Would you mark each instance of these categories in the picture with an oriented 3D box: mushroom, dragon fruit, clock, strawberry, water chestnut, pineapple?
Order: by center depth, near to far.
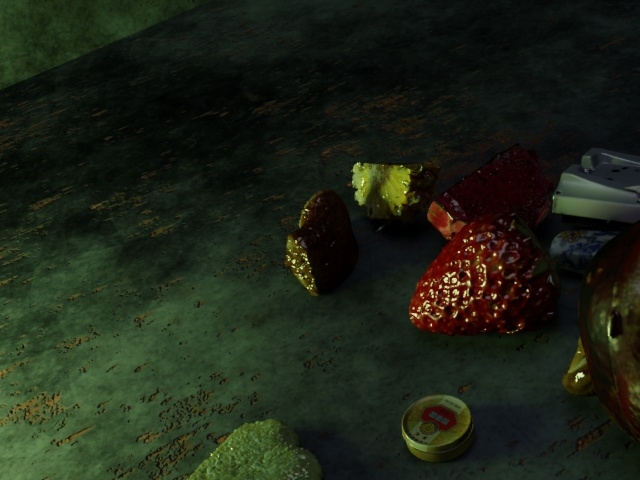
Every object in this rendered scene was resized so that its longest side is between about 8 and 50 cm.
[{"bbox_3d":[0.503,0.119,1.256,0.302,0.350,0.350,-4,32,48],"label":"water chestnut"},{"bbox_3d":[0.400,0.171,1.436,0.087,0.127,0.127,43,54,1],"label":"mushroom"},{"bbox_3d":[0.257,0.075,1.597,0.244,0.205,0.205,-31,31,18],"label":"strawberry"},{"bbox_3d":[0.535,-0.094,1.727,0.186,0.083,0.253,9,26,32],"label":"clock"},{"bbox_3d":[0.308,-0.062,1.778,0.262,0.163,0.189,-36,10,-31],"label":"dragon fruit"},{"bbox_3d":[0.143,-0.084,1.884,0.080,0.135,0.233,-1,3,-29],"label":"pineapple"}]

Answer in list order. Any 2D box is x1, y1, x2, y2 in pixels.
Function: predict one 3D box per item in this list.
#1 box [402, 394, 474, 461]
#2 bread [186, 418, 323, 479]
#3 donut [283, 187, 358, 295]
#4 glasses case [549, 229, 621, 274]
[{"bbox_3d":[0.172,0.275,1.443,0.106,0.037,0.105,-11,35,8],"label":"box"},{"bbox_3d":[-0.104,0.370,1.410,0.207,0.056,0.286,12,44,37],"label":"bread"},{"bbox_3d":[0.010,-0.004,1.834,0.187,0.126,0.144,-37,47,-27],"label":"donut"},{"bbox_3d":[0.505,0.027,1.631,0.248,0.065,0.087,7,35,31],"label":"glasses case"}]
